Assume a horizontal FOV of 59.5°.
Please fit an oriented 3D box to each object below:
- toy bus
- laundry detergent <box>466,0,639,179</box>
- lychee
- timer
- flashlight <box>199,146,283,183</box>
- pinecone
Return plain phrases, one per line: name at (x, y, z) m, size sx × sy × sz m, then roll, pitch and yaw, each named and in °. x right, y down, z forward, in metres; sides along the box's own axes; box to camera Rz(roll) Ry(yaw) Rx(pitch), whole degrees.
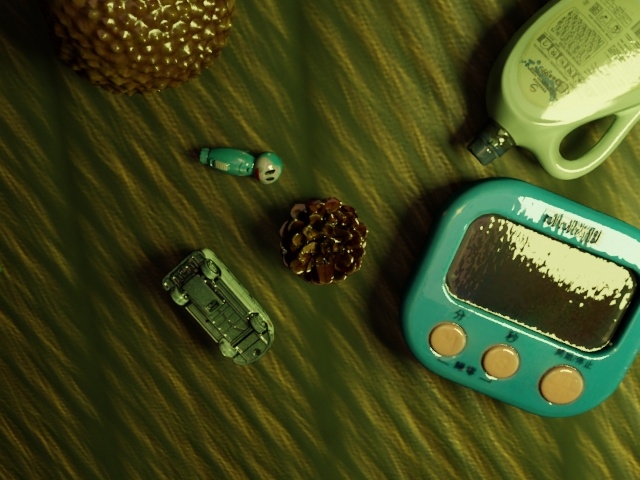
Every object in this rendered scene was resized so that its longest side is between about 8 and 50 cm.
toy bus at (-0.152, 0.102, 0.885) m, size 0.087 × 0.089 × 0.194 m, roll -40°, pitch 95°, yaw 10°
laundry detergent at (0.332, -0.198, 0.769) m, size 0.215 × 0.105 × 0.280 m, roll 43°, pitch 100°, yaw -6°
lychee at (-0.242, -0.328, 0.731) m, size 0.267 × 0.267 × 0.268 m, roll 1°, pitch 102°, yaw 5°
timer at (0.302, 0.083, 0.826) m, size 0.339 × 0.115 × 0.309 m, roll 22°, pitch 104°, yaw 1°
flashlight at (-0.122, -0.119, 0.862) m, size 0.128 × 0.051 × 0.051 m, roll 12°, pitch 103°, yaw 9°
pinecone at (0.002, 0.000, 0.835) m, size 0.140 × 0.121 × 0.141 m, roll 0°, pitch 93°, yaw 6°
